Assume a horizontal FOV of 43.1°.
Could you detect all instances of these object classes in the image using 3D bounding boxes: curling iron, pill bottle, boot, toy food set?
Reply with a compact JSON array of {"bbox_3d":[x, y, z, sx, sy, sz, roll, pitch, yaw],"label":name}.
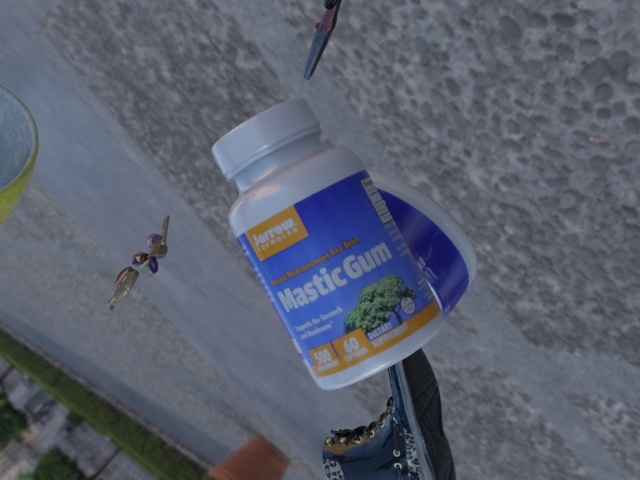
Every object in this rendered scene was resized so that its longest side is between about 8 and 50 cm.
[{"bbox_3d":[0.000,-0.387,1.469,0.035,0.068,0.274,51,154,13],"label":"curling iron"},{"bbox_3d":[0.000,0.000,0.828,0.272,0.152,0.152,61,158,-1],"label":"pill bottle"},{"bbox_3d":[0.076,0.254,1.103,0.178,0.085,0.237,-11,96,32],"label":"boot"},{"bbox_3d":[-0.215,0.028,0.988,0.019,0.122,0.078,33,-153,-25],"label":"toy food set"}]

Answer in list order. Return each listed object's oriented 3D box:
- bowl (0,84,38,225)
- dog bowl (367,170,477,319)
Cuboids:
[{"bbox_3d":[-0.463,-0.060,0.888,0.289,0.289,0.156,35,131,18],"label":"bowl"},{"bbox_3d":[0.104,0.020,1.263,0.264,0.104,0.265,32,156,16],"label":"dog bowl"}]
